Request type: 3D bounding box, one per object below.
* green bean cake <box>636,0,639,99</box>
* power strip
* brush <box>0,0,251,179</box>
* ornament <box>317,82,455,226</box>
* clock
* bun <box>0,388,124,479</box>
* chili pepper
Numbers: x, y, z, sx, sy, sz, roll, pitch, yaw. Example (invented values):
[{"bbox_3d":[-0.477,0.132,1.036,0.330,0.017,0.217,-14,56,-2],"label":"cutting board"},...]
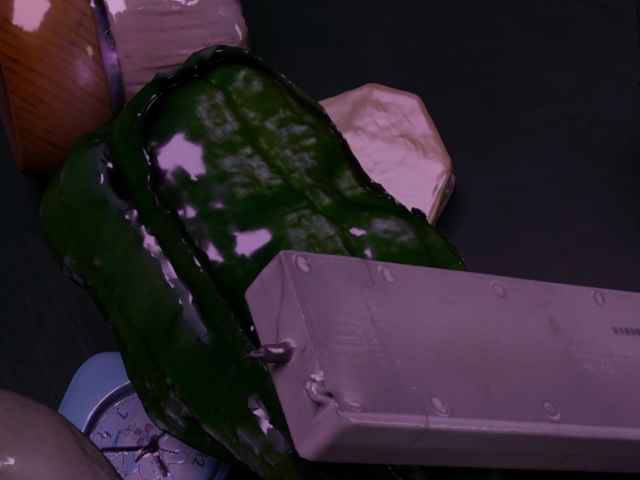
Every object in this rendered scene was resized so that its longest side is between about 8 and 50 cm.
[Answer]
[{"bbox_3d":[0.287,-0.103,1.004,0.181,0.173,0.094,-12,59,8],"label":"green bean cake"},{"bbox_3d":[0.112,0.070,0.882,0.367,0.043,0.106,8,47,-36],"label":"power strip"},{"bbox_3d":[-0.160,-0.163,1.156,0.166,0.174,0.266,-16,39,-14],"label":"brush"},{"bbox_3d":[0.000,0.000,1.078,0.201,0.059,0.180,-21,68,-2],"label":"ornament"},{"bbox_3d":[-0.097,0.133,1.023,0.147,0.045,0.108,12,64,18],"label":"clock"},{"bbox_3d":[-0.233,0.206,0.912,0.283,0.179,0.283,-7,69,17],"label":"bun"},{"bbox_3d":[-0.007,0.069,0.952,0.213,0.167,0.385,-24,66,-44],"label":"chili pepper"}]
